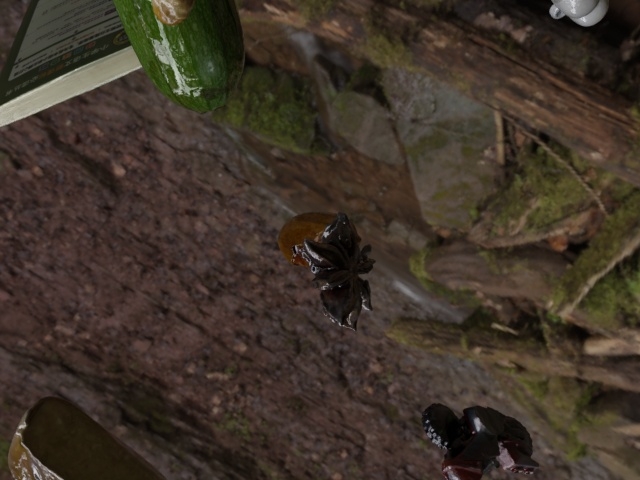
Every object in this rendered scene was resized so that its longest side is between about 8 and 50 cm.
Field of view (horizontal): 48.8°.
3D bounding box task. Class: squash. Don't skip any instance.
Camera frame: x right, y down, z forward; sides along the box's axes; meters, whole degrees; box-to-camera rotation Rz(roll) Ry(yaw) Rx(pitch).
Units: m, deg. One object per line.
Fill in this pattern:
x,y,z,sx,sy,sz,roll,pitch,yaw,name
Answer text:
-0.096,-0.174,0.395,0.068,0.077,0.219,-10,117,13,squash

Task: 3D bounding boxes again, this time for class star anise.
0.038,0.057,1.261,0.089,0.209,0.231,-5,169,22,star anise

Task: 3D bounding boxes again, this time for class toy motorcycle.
0.236,0.299,1.008,0.213,0.122,0.082,16,140,-32,toy motorcycle

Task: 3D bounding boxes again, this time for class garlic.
-0.212,0.217,0.654,0.101,0.087,0.195,-16,123,48,garlic

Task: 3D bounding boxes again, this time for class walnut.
0.000,0.000,1.391,0.207,0.116,0.116,-2,147,40,walnut

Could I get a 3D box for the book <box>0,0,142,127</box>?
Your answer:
-0.244,-0.243,0.758,0.202,0.264,0.027,-19,136,13,book

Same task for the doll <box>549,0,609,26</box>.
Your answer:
0.282,-0.274,0.666,0.106,0.162,0.062,11,-138,-45,doll

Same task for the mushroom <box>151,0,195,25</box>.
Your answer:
-0.003,-0.219,0.281,0.026,0.286,0.028,30,-172,10,mushroom
